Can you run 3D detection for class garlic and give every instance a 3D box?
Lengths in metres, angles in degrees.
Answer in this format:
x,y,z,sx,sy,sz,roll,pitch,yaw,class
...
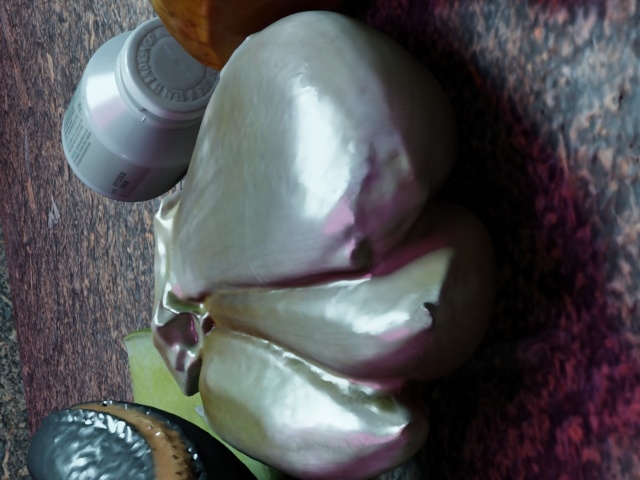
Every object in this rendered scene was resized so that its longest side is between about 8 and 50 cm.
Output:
x,y,z,sx,sy,sz,roll,pitch,yaw,class
-0.001,0.001,0.616,0.325,0.132,0.279,-13,81,55,garlic

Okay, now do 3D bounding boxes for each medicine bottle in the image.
x,y,z,sx,sy,sz,roll,pitch,yaw,class
-0.161,-0.124,0.948,0.215,0.135,0.135,148,114,-63,medicine bottle

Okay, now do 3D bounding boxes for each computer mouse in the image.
x,y,z,sx,sy,sz,roll,pitch,yaw,class
-0.083,0.189,0.639,0.323,0.116,0.183,18,144,56,computer mouse

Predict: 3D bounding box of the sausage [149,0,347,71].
x,y,z,sx,sy,sz,roll,pitch,yaw,class
-0.046,-0.211,0.634,0.268,0.153,0.141,106,147,-72,sausage

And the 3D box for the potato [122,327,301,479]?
x,y,z,sx,sy,sz,roll,pitch,yaw,class
-0.054,0.196,0.825,0.255,0.112,0.269,-12,87,58,potato
